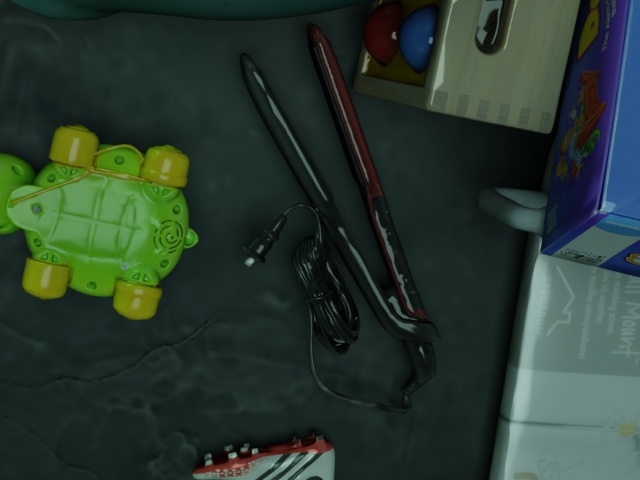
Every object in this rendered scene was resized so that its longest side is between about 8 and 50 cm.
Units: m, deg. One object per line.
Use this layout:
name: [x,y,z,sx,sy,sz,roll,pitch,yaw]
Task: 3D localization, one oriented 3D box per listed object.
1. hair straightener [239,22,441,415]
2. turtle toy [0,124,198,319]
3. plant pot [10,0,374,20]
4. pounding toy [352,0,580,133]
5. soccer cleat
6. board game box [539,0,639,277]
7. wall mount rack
hair straightener: [0.000,0.000,0.821,0.089,0.047,0.230,-22,105,-3]
turtle toy: [-0.129,-0.015,0.787,0.130,0.066,0.095,13,95,-8]
plant pot: [-0.050,-0.217,0.648,0.255,0.272,0.271,-11,103,39]
pounding toy: [0.064,-0.140,0.769,0.100,0.130,0.141,9,97,-20]
soccer cleat: [-0.031,0.133,0.840,0.083,0.029,0.035,-10,95,-10]
board game box: [0.256,-0.138,0.742,0.233,0.078,0.347,14,73,-8]
wall mount rack: [0.224,0.093,0.813,0.304,0.130,0.350,5,99,-13]
